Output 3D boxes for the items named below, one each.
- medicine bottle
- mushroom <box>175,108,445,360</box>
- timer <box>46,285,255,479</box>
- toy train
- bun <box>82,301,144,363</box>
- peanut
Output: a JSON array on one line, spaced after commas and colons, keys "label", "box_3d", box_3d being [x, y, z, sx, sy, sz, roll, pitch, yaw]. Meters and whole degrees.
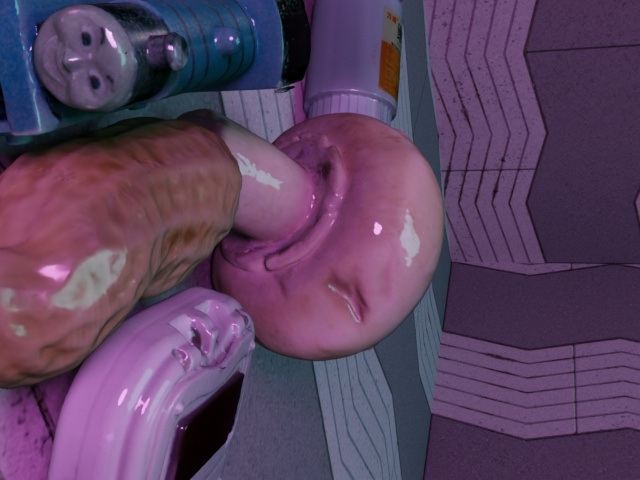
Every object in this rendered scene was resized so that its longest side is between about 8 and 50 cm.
[{"label": "medicine bottle", "box_3d": [0.057, -0.311, 1.269, 0.158, 0.158, 0.318, 46, 48, -67]}, {"label": "mushroom", "box_3d": [-0.026, -0.034, 0.864, 0.336, 0.314, 0.314, 32, 57, -46]}, {"label": "timer", "box_3d": [-0.139, 0.171, 0.663, 0.262, 0.087, 0.237, -32, 138, -72]}, {"label": "toy train", "box_3d": [-0.136, -0.147, 0.561, 0.298, 0.194, 0.120, -48, 137, -65]}, {"label": "bun", "box_3d": [-0.185, 0.080, 0.657, 0.083, 0.045, 0.083, 16, 90, -83]}, {"label": "peanut", "box_3d": [-0.164, -0.006, 0.574, 0.325, 0.140, 0.153, -56, 163, -57]}]
